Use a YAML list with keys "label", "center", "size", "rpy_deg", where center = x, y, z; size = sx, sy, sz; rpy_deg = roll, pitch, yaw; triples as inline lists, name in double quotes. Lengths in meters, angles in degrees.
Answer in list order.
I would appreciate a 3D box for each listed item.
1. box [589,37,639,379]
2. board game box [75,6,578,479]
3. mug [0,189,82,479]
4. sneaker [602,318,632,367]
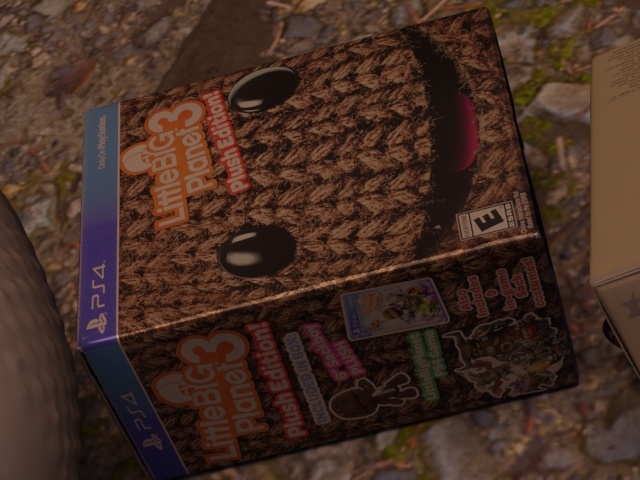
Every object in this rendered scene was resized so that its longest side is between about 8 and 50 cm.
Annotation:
- label: "box"
  center: [0.227, -0.031, 1.071]
  size: [0.113, 0.094, 0.275]
  rpy_deg: [-20, 28, 21]
- label: "board game box"
  center: [0.000, 0.000, 1.187]
  size: [0.291, 0.141, 0.232]
  rpy_deg: [-14, 43, 7]
- label: "mug"
  center: [-0.312, 0.080, 1.021]
  size: [0.276, 0.374, 0.328]
  rpy_deg: [-52, 28, 8]
- label: "sneaker"
  center: [0.215, 0.080, 1.082]
  size: [0.098, 0.083, 0.223]
  rpy_deg: [-10, 32, 26]
